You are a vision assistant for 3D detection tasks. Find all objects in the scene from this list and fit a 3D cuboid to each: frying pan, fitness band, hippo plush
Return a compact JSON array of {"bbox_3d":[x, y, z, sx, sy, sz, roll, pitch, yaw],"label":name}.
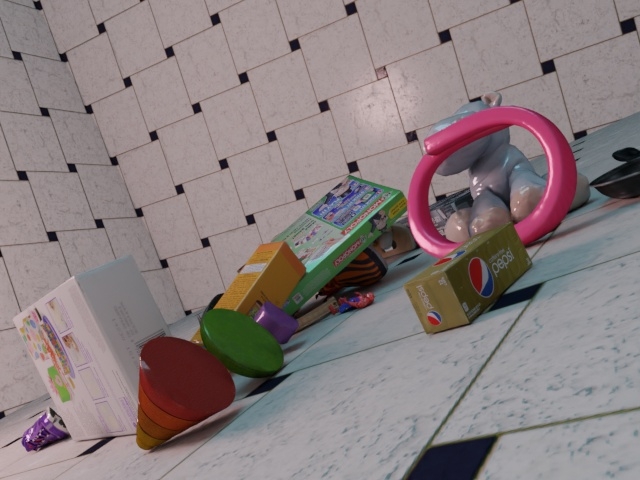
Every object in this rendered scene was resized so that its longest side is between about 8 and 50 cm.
[{"bbox_3d":[0.472,-0.106,0.969,0.197,0.053,0.326,-26,0,-8],"label":"frying pan"},{"bbox_3d":[0.241,-0.082,0.966,0.054,0.209,0.291,3,-17,-39],"label":"fitness band"},{"bbox_3d":[0.315,-0.139,1.109,0.294,0.236,0.234,-27,2,-34],"label":"hippo plush"}]

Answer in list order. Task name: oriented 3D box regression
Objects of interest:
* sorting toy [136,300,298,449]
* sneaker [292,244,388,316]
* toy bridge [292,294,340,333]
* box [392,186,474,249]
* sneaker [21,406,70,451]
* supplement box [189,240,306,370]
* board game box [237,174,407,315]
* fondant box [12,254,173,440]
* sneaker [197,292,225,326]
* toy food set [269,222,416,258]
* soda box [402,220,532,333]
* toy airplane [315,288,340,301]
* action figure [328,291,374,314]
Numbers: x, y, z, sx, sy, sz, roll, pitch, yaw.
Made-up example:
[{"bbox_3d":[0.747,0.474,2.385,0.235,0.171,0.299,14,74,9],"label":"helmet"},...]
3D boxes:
[{"bbox_3d":[-0.143,0.183,0.877,0.126,0.127,0.365,-56,-11,17],"label":"sorting toy"},{"bbox_3d":[-0.014,0.093,1.323,0.321,0.124,0.180,-8,33,50],"label":"sneaker"},{"bbox_3d":[-0.053,0.153,1.166,0.188,0.026,0.063,-26,3,-1],"label":"toy bridge"},{"bbox_3d":[0.333,-0.071,1.560,0.242,0.076,0.307,-27,2,-28],"label":"box"},{"bbox_3d":[-0.523,0.368,1.219,0.170,0.068,0.071,-37,8,49],"label":"sneaker"},{"bbox_3d":[-0.120,0.108,1.099,0.080,0.078,0.233,-8,37,42],"label":"supplement box"},{"bbox_3d":[0.000,0.000,1.268,0.317,0.046,0.213,-41,28,-11],"label":"board game box"},{"bbox_3d":[-0.346,0.181,1.010,0.096,0.238,0.330,-28,3,-43],"label":"fondant box"},{"bbox_3d":[-0.196,0.181,1.356,0.146,0.122,0.330,-44,-1,12],"label":"sneaker"},{"bbox_3d":[0.046,0.015,1.575,0.306,0.092,0.220,5,-13,-23],"label":"toy food set"},{"bbox_3d":[0.172,0.038,0.733,0.058,0.061,0.181,-25,1,42],"label":"soda box"},{"bbox_3d":[0.051,0.094,1.434,0.151,0.028,0.151,-26,3,2],"label":"toy airplane"},{"bbox_3d":[0.056,0.103,1.095,0.038,0.030,0.115,-21,0,-35],"label":"action figure"}]
